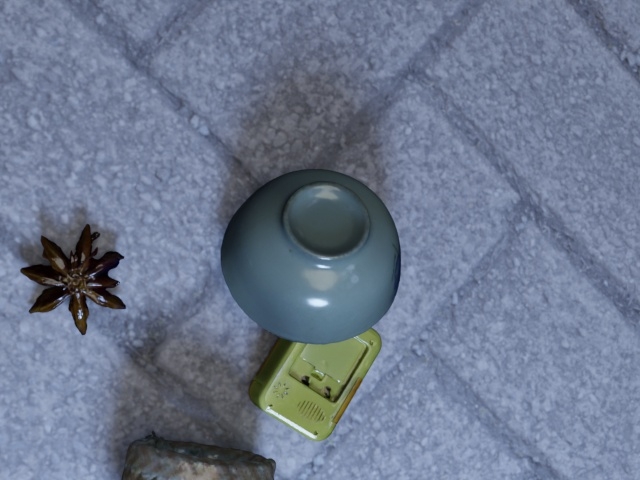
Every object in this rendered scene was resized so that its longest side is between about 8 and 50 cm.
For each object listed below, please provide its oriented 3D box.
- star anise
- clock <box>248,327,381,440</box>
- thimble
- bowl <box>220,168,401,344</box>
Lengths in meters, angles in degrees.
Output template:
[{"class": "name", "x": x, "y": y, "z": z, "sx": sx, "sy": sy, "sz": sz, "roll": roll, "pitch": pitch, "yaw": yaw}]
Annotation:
[{"class": "star anise", "x": -0.366, "y": 0.061, "z": 1.360, "sx": 0.167, "sy": 0.057, "sz": 0.168, "roll": 1, "pitch": 87, "yaw": -18}, {"class": "clock", "x": -0.008, "y": 0.203, "z": 1.448, "sx": 0.143, "sy": 0.096, "sz": 0.202, "roll": 35, "pitch": 80, "yaw": -16}, {"class": "thimble", "x": -0.181, "y": 0.373, "z": 1.336, "sx": 0.229, "sy": 0.196, "sz": 0.148, "roll": 11, "pitch": 84, "yaw": -16}, {"class": "bowl", "x": 0.000, "y": 0.000, "z": 1.374, "sx": 0.289, "sy": 0.146, "sz": 0.289, "roll": 5, "pitch": 62, "yaw": -10}]
